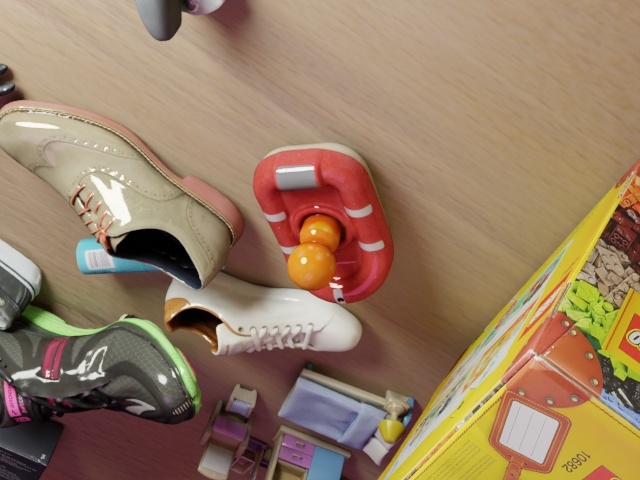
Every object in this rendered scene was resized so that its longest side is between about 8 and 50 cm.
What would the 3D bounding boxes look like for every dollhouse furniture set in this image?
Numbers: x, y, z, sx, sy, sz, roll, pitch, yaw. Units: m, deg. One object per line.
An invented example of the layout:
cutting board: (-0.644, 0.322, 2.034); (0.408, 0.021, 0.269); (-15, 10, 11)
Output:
dollhouse furniture set: (-0.123, 0.433, 1.745); (0.091, 0.081, 0.114); (27, 138, -11)
dollhouse furniture set: (-0.038, 0.341, 1.527); (0.286, 0.198, 0.303); (22, 138, -6)

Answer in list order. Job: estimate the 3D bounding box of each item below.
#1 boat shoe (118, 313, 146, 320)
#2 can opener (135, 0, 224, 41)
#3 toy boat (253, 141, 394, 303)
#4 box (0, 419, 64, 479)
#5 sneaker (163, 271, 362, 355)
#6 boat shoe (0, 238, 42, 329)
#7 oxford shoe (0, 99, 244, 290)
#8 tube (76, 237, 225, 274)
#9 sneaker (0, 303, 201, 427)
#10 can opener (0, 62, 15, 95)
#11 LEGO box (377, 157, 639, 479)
boat shoe: (-0.296, 0.174, 1.544); (0.042, 0.049, 0.133); (14, 135, 16)
can opener: (-0.163, -0.330, 0.918); (0.074, 0.093, 0.280); (1, 132, 19)
toy boat: (0.000, 0.000, 1.172); (0.151, 0.151, 0.231); (-3, 135, 23)
box: (-0.608, 0.402, 1.869); (0.156, 0.093, 0.158); (27, 139, -11)
sneaker: (-0.088, 0.132, 1.373); (0.290, 0.123, 0.106); (14, 137, 2)
boat shoe: (-0.579, 0.015, 1.411); (0.335, 0.119, 0.121); (32, 137, -16)
oxford shoe: (-0.267, -0.059, 1.212); (0.348, 0.130, 0.123); (27, 138, -8)
tube: (-0.245, 0.017, 1.358); (0.207, 0.052, 0.080); (-3, 137, 13)
sneaker: (-0.394, 0.221, 1.462); (0.482, 0.202, 0.185); (4, 125, 27)
can opener: (-0.472, -0.189, 1.200); (0.186, 0.073, 0.059); (-4, 127, 10)
LEGO box: (0.266, 0.191, 1.098); (0.193, 0.372, 0.500); (37, 139, 6)
